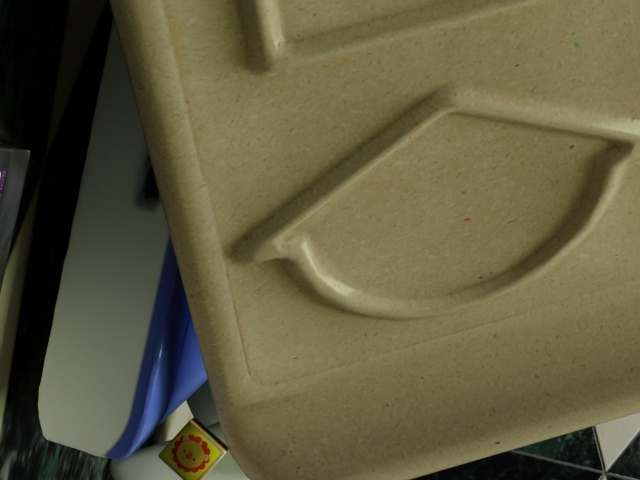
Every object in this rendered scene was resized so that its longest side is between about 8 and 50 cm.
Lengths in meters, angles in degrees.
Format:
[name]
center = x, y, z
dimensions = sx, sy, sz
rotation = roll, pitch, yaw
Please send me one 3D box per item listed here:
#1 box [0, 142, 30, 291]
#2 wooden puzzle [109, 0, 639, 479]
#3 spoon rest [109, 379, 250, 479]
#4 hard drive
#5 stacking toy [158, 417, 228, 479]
[box]
center = -0.100, 0.032, 0.379
dimensions = 0.162, 0.029, 0.116
rotation = -55, 158, -87
[wooden puzzle]
center = 0.097, -0.092, 0.549
dimensions = 0.080, 0.322, 0.348
rotation = -112, -171, -46
[spoon rest]
center = -0.046, 0.096, 1.070
dimensions = 0.276, 0.084, 0.137
rotation = -62, 128, -74
[hard drive]
center = -0.021, -0.060, 0.733
dimensions = 0.319, 0.040, 0.210
rotation = -42, 146, -73
[stacking toy]
center = -0.042, 0.099, 0.817
dimensions = 0.221, 0.052, 0.167
rotation = -48, 178, 1
